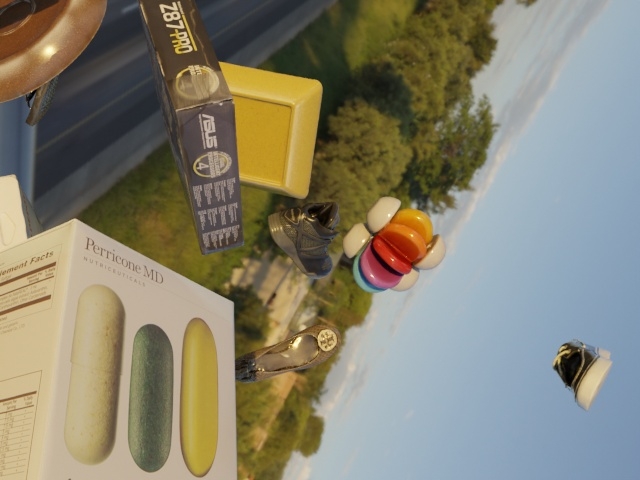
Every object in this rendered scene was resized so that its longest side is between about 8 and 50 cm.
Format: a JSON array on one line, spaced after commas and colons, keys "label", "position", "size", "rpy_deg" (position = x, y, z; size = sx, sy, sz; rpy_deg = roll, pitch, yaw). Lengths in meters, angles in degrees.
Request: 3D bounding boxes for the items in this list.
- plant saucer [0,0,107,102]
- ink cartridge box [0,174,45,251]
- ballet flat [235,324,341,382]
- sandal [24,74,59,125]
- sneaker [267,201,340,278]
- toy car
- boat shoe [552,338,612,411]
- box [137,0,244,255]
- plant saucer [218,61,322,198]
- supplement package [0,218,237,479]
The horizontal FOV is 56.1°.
[{"label": "plant saucer", "position": [-0.515, -0.369, 1.034], "size": [0.311, 0.310, 0.050], "rpy_deg": [-61, 151, -19]}, {"label": "ink cartridge box", "position": [-0.522, 0.054, 1.024], "size": [0.117, 0.207, 0.283], "rpy_deg": [-15, 155, -16]}, {"label": "ballet flat", "position": [-0.071, 0.244, 1.285], "size": [0.058, 0.249, 0.084], "rpy_deg": [136, -62, -78]}, {"label": "sandal", "position": [-0.713, -0.418, 1.543], "size": [0.097, 0.054, 0.255], "rpy_deg": [-104, -142, -69]}, {"label": "sneaker", "position": [0.000, 0.000, 1.211], "size": [0.227, 0.130, 0.087], "rpy_deg": [52, 23, -50]}, {"label": "toy car", "position": [0.124, 0.027, 1.085], "size": [0.182, 0.159, 0.136], "rpy_deg": [-47, -172, 39]}, {"label": "boat shoe", "position": [0.374, 0.188, 0.873], "size": [0.219, 0.070, 0.078], "rpy_deg": [5, 109, -65]}, {"label": "box", "position": [-0.224, -0.208, 1.052], "size": [0.395, 0.097, 0.318], "rpy_deg": [97, -24, -57]}, {"label": "plant saucer", "position": [-0.182, -0.281, 1.602], "size": [0.081, 0.332, 0.333], "rpy_deg": [-62, 162, -62]}, {"label": "supplement package", "position": [-0.200, 0.163, 0.471], "size": [0.199, 0.198, 0.263], "rpy_deg": [39, 38, -52]}]
